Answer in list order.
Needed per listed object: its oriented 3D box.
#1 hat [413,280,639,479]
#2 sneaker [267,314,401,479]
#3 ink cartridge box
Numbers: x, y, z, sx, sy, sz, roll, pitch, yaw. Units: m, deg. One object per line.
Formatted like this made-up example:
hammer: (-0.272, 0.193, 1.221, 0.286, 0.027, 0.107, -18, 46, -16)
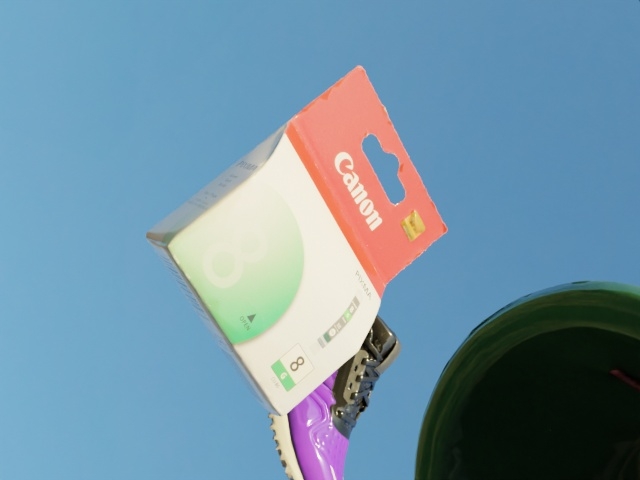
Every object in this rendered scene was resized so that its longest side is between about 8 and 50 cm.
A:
hat: (0.173, 0.120, 0.465, 0.208, 0.184, 0.173, 36, -72, 45)
sneaker: (0.019, 0.145, 1.178, 0.146, 0.102, 0.293, -11, -114, 6)
ink cartridge box: (0.000, 0.000, 0.849, 0.225, 0.181, 0.056, -39, -150, -15)
